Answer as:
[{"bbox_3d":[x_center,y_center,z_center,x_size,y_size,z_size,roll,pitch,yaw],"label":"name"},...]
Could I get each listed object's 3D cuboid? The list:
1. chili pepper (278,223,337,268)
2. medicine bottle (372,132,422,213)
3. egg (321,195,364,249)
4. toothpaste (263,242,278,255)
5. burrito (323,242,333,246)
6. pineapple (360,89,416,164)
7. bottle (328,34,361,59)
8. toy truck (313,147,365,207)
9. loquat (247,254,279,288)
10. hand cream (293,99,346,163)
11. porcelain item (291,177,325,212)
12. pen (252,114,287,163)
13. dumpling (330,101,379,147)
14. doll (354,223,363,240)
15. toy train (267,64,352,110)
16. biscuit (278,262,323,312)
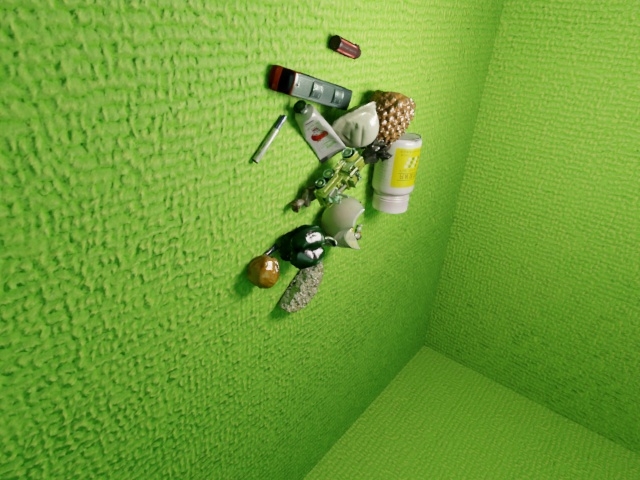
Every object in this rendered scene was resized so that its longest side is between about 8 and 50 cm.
[{"bbox_3d":[-0.047,0.019,1.845,0.261,0.165,0.174,-17,106,-47],"label":"chili pepper"},{"bbox_3d":[0.369,-0.341,2.183,0.213,0.213,0.378,-28,132,-46],"label":"medicine bottle"},{"bbox_3d":[0.084,-0.073,1.972,0.162,0.206,0.271,-18,143,-22],"label":"egg"},{"bbox_3d":[-0.201,0.042,1.763,0.083,0.019,0.027,-40,116,-37],"label":"toothpaste"},{"bbox_3d":[0.000,0.000,2.016,0.185,0.041,0.045,14,107,-56],"label":"burrito"},{"bbox_3d":[0.275,-0.477,1.955,0.223,0.223,0.357,-2,116,-56],"label":"pineapple"},{"bbox_3d":[0.100,-0.734,1.673,0.164,0.060,0.060,-9,117,-55],"label":"bottle"},{"bbox_3d":[0.098,-0.247,1.801,0.259,0.135,0.128,-53,146,-18],"label":"toy truck"},{"bbox_3d":[-0.218,0.121,1.710,0.137,0.113,0.137,-5,100,-32],"label":"loquat"},{"bbox_3d":[-0.009,-0.415,1.691,0.121,0.076,0.336,-28,150,12],"label":"hand cream"},{"bbox_3d":[-0.049,-0.182,1.810,0.213,0.054,0.084,-40,138,-37],"label":"porcelain item"},{"bbox_3d":[-0.177,-0.356,1.536,0.204,0.025,0.025,-60,148,-13],"label":"pen"},{"bbox_3d":[0.126,-0.470,1.796,0.227,0.175,0.243,-21,136,-10],"label":"dumpling"},{"bbox_3d":[0.198,-0.043,2.290,0.058,0.040,0.085,28,87,-48],"label":"doll"},{"bbox_3d":[-0.023,-0.545,1.585,0.409,0.089,0.086,-9,123,-55],"label":"toy train"},{"bbox_3d":[-0.079,0.224,2.007,0.281,0.084,0.179,-51,150,-20],"label":"biscuit"}]
